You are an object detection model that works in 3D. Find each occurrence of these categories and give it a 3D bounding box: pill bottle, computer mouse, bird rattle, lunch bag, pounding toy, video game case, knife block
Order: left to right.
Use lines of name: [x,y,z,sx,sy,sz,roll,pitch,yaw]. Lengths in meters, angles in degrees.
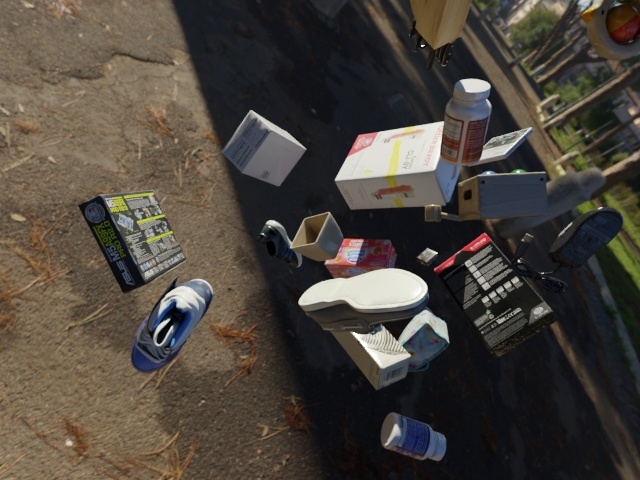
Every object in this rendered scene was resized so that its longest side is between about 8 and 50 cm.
pill bottle: [0.299,0.635,1.363,0.187,0.112,0.112,21,44,-6]
lunch bag: [0.423,0.449,1.853,0.160,0.262,0.223,41,15,4]
knife block: [0.329,-0.573,1.126,0.242,0.088,0.275,63,-6,-27]
pill bottle: [0.408,-0.330,1.193,0.121,0.216,0.121,-2,42,2]
pounding toy: [0.318,-0.088,0.875,0.181,0.206,0.094,-33,120,-89]
video game case: [0.666,-0.346,1.586,0.173,0.190,0.022,-42,105,-16]
computer mouse: [0.604,0.002,1.074,0.184,0.262,0.060,23,29,-6]
bird rattle: [0.715,-0.511,0.986,0.253,0.207,0.143,52,2,-21]

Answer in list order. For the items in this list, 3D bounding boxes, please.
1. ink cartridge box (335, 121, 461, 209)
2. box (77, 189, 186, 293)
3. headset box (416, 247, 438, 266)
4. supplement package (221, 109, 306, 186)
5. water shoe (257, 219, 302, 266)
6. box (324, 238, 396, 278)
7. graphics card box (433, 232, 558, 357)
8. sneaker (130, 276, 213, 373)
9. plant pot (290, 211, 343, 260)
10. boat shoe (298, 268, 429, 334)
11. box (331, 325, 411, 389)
ink cartridge box: [0.288,-0.268,1.543,0.160,0.385,0.279,57,47,-38]
box: [-0.441,-0.010,1.037,0.270,0.060,0.216,-83,149,-80]
headset box: [0.491,0.075,1.937,0.083,0.062,0.032,-38,131,-18]
supplement package: [-0.222,-0.362,1.715,0.145,0.204,0.262,45,15,24]
water shoe: [-0.127,0.027,1.292,0.080,0.073,0.203,-51,135,-23]
box: [0.163,0.077,1.710,0.122,0.257,0.128,56,43,-51]
graphics card box: [0.581,0.178,1.449,0.094,0.233,0.371,39,19,-41]
sneaker: [-0.407,0.240,1.073,0.130,0.322,0.236,40,5,-4]
plant pot: [0.000,0.000,1.192,0.096,0.109,0.109,43,56,-29]
boat shoe: [0.090,0.133,0.848,0.116,0.319,0.099,-46,113,-38]
box: [0.140,0.305,1.281,0.113,0.094,0.275,-14,37,-27]
